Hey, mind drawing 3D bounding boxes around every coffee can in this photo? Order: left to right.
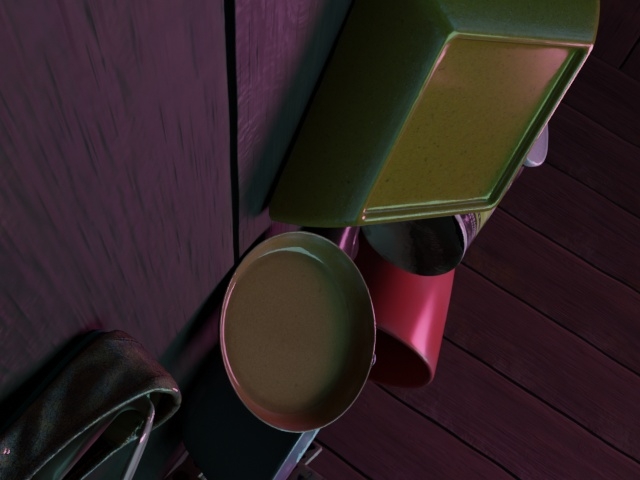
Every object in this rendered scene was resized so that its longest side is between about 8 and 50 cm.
[{"bbox_3d":[0.216,-0.098,1.550,0.275,0.201,0.201,-49,168,-38],"label":"coffee can"}]

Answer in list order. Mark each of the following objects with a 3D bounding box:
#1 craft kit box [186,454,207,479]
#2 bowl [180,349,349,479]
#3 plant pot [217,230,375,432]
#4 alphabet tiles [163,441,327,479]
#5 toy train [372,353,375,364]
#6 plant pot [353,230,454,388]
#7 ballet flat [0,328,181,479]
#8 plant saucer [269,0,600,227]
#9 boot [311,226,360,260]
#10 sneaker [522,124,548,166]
[{"bbox_3d":[-0.147,0.333,1.581,0.250,0.061,0.246,-55,173,-14],"label":"craft kit box"},{"bbox_3d":[-0.078,0.226,1.238,0.311,0.163,0.311,-55,170,-15],"label":"bowl"},{"bbox_3d":[-0.029,0.107,1.051,0.032,0.236,0.236,-8,-144,50],"label":"plant pot"},{"bbox_3d":[-0.091,0.363,1.354,0.198,0.237,0.009,-39,139,-31],"label":"alphabet tiles"},{"bbox_3d":[0.000,0.184,1.497,0.105,0.184,0.080,180,-79,-71],"label":"toy train"},{"bbox_3d":[0.125,0.110,1.676,0.275,0.275,0.243,105,10,-62],"label":"plant pot"},{"bbox_3d":[-0.206,0.183,0.610,0.316,0.106,0.107,-49,168,-39],"label":"ballet flat"},{"bbox_3d":[0.143,-0.137,0.951,0.333,0.081,0.332,-7,136,-39],"label":"plant saucer"},{"bbox_3d":[0.000,0.000,1.226,0.248,0.090,0.206,-18,128,-74],"label":"boot"},{"bbox_3d":[0.291,-0.249,1.435,0.147,0.105,0.295,-10,-114,46],"label":"sneaker"}]
